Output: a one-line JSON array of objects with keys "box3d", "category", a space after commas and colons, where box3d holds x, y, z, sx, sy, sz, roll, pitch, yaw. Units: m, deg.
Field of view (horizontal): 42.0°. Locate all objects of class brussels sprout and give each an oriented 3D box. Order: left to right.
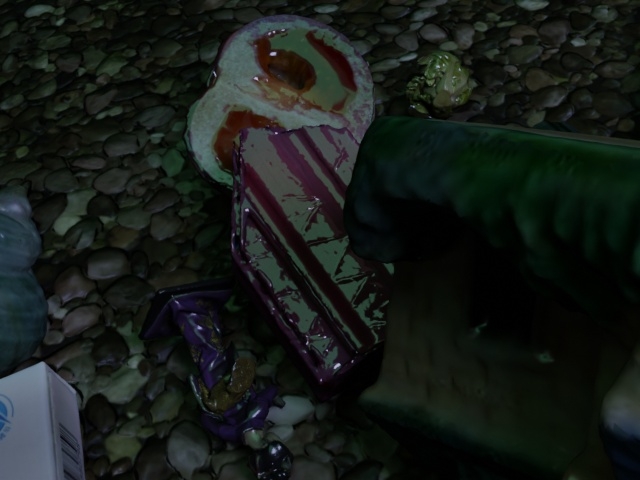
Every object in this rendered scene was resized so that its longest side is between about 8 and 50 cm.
[{"box3d": [0.138, -0.174, 0.977, 0.085, 0.085, 0.058, -5, 41, 5], "category": "brussels sprout"}]

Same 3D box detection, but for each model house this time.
[{"box3d": [0.209, 0.108, 0.537, 0.335, 0.342, 0.382, -4, 15, -41], "category": "model house"}]

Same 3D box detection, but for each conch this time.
[{"box3d": [-0.369, 0.061, 0.799, 0.277, 0.195, 0.220, -54, 28, -4], "category": "conch"}]

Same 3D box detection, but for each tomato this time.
[{"box3d": [-0.038, -0.126, 0.931, 0.199, 0.112, 0.228, 24, 74, 8], "category": "tomato"}]

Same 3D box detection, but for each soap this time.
[{"box3d": [0.000, 0.000, 0.774, 0.162, 0.099, 0.250, -31, 72, -12], "category": "soap"}]

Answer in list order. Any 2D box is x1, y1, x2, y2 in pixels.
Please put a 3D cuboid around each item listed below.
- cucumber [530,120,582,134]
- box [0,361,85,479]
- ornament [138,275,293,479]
[{"box3d": [0.258, -0.070, 0.873, 0.116, 0.062, 0.115, -25, 46, -14], "category": "cucumber"}, {"box3d": [-0.354, 0.252, 0.659, 0.343, 0.065, 0.200, -22, 50, 0], "category": "box"}, {"box3d": [-0.075, 0.131, 0.750, 0.081, 0.088, 0.203, -17, 57, -38], "category": "ornament"}]
